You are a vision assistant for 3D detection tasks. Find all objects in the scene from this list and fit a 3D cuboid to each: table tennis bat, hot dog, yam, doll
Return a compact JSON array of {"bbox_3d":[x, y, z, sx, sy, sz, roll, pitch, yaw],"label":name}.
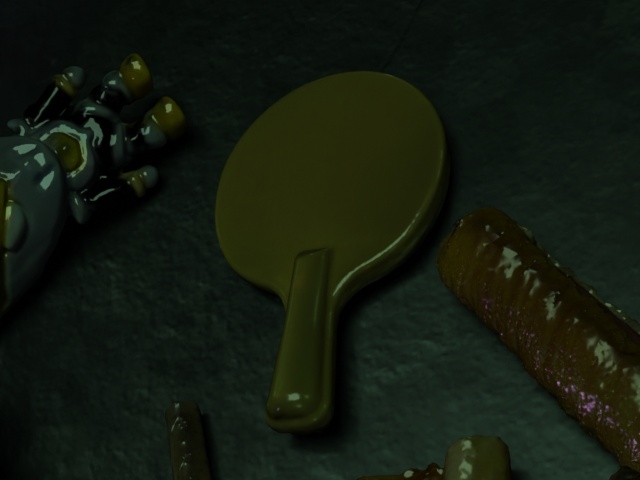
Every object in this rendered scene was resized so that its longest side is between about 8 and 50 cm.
[{"bbox_3d":[0.000,0.000,1.188,0.198,0.050,0.321,-7,56,22],"label":"table tennis bat"},{"bbox_3d":[0.181,0.075,1.053,0.083,0.068,0.289,-47,55,2],"label":"hot dog"},{"bbox_3d":[-0.092,0.187,1.133,0.032,0.032,0.145,-20,56,13],"label":"yam"},{"bbox_3d":[-0.256,-0.030,1.293,0.316,0.145,0.103,-37,16,-6],"label":"doll"}]

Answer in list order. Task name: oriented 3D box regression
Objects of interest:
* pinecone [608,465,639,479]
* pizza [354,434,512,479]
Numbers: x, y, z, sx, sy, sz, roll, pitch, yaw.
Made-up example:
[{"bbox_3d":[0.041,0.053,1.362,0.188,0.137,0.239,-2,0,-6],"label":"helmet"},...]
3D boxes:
[{"bbox_3d":[0.219,0.229,0.886,0.185,0.168,0.212,-26,79,16],"label":"pinecone"},{"bbox_3d":[0.000,0.269,1.017,0.182,0.074,0.365,40,82,26],"label":"pizza"}]
